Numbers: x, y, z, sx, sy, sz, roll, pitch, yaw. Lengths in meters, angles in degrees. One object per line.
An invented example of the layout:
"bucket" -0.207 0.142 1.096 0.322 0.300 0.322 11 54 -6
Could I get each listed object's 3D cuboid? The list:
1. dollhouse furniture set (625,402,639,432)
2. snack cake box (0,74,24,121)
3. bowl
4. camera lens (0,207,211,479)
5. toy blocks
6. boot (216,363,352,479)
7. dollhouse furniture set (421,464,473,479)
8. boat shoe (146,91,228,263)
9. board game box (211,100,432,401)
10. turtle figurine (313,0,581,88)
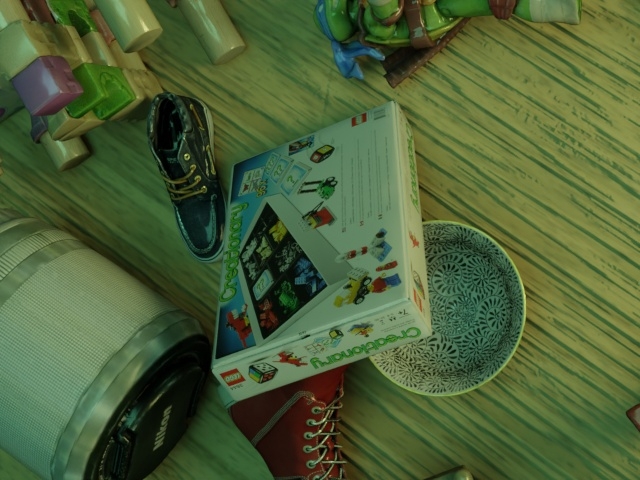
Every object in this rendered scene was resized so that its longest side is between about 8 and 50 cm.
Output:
"dollhouse furniture set" 0.467 0.103 1.057 0.374 0.201 0.152 -35 79 14
"snack cake box" -0.479 -0.168 1.427 0.264 0.089 0.152 -29 78 15
"bowl" 0.124 0.066 1.231 0.170 0.080 0.170 0 89 18
"camera lens" -0.268 0.119 1.281 0.274 0.219 0.219 32 98 16
"toy blocks" -0.293 -0.236 1.268 0.309 0.288 0.260 -32 85 16
"boot" 0.008 0.177 1.222 0.244 0.088 0.176 -40 76 50
"dollhouse furniture set" 0.055 0.356 1.190 0.301 0.151 0.198 -23 68 13
"boat shoe" -0.143 -0.066 1.318 0.065 0.083 0.183 -13 85 17
"board game box" 0.000 0.000 1.184 0.193 0.305 0.053 -20 127 17
"turtle figurine" 0.114 -0.288 1.186 0.266 0.198 0.275 0 92 14
